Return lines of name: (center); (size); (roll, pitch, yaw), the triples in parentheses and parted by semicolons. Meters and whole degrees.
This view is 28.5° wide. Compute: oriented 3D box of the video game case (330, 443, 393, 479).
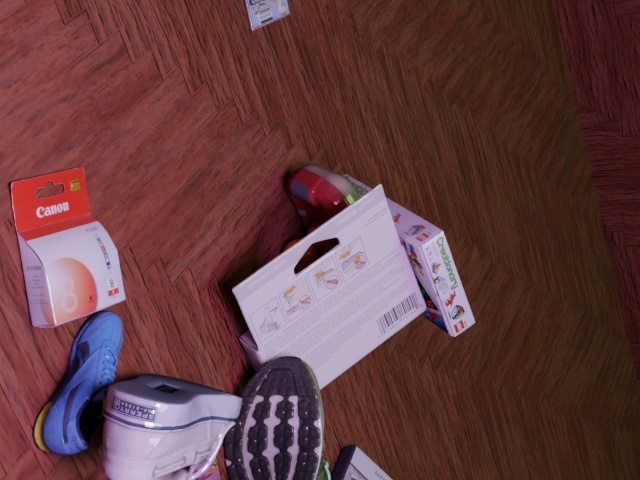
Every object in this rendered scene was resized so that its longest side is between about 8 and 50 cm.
video game case: (0.084, 0.529, 2.140); (0.248, 0.035, 0.274); (46, 47, -22)

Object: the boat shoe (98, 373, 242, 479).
boat shoe: (-0.196, 0.263, 1.616); (0.367, 0.136, 0.156); (22, 83, -82)

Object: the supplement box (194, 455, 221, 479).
supplement box: (-0.175, 0.326, 1.775); (0.055, 0.043, 0.083); (-29, 112, -58)

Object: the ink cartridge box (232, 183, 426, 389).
ink cartridge box: (0.006, 0.083, 1.950); (0.296, 0.066, 0.261); (-35, 125, -20)

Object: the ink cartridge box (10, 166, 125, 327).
ink cartridge box: (-0.310, 0.005, 1.562); (0.145, 0.045, 0.179); (-22, 109, -60)

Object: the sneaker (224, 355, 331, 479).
sneaker: (-0.042, 0.369, 1.936); (0.182, 0.158, 0.410); (-26, 118, -69)

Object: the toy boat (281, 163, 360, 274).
toy boat: (0.000, 0.000, 2.053); (0.151, 0.151, 0.231); (-40, 128, -18)

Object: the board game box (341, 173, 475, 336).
board game box: (0.129, 0.020, 2.114); (0.053, 0.305, 0.193); (-33, 124, -16)

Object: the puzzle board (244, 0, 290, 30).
puzzle board: (-0.087, -0.399, 2.027); (0.128, 0.011, 0.096); (-38, 120, -55)

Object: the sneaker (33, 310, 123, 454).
sneaker: (-0.278, 0.177, 1.567); (0.069, 0.082, 0.209); (58, 39, -38)
